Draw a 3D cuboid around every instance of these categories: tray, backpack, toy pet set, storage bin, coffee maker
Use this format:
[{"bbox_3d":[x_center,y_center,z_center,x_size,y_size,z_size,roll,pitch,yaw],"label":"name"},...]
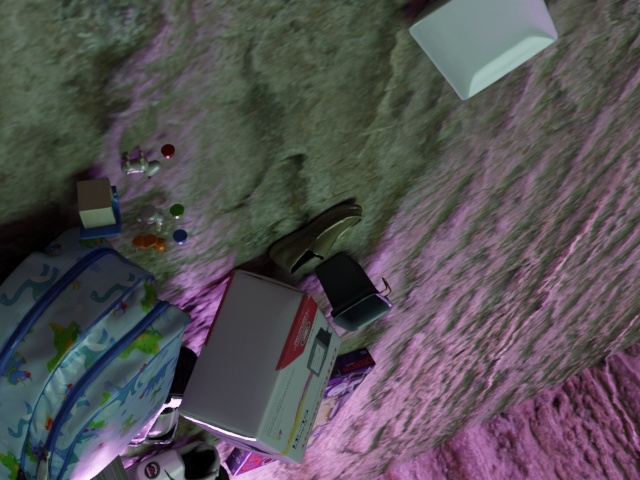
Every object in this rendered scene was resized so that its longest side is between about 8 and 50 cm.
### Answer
[{"bbox_3d":[0.190,-0.249,1.476,0.145,0.030,0.270,-34,160,10],"label":"tray"},{"bbox_3d":[-0.292,0.146,1.459,0.290,0.273,0.355,-38,147,-42],"label":"backpack"},{"bbox_3d":[-0.200,-0.029,1.349,0.114,0.122,0.065,-8,151,-3],"label":"toy pet set"},{"bbox_3d":[0.052,0.074,1.989,0.098,0.091,0.135,-32,161,8],"label":"storage bin"},{"bbox_3d":[-0.273,0.230,1.878,0.171,0.120,0.178,-18,157,-28],"label":"coffee maker"}]

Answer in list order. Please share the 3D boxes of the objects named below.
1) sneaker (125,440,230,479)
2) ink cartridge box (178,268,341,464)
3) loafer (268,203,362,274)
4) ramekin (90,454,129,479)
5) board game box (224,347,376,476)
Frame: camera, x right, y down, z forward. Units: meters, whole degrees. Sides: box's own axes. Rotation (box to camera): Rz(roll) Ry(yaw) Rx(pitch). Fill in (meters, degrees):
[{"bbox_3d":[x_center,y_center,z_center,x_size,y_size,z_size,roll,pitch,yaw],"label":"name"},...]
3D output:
[{"bbox_3d":[-0.236,0.460,2.495,0.146,0.122,0.330,-33,161,15],"label":"sneaker"},{"bbox_3d":[-0.080,0.197,1.897,0.306,0.131,0.226,55,53,-70],"label":"ink cartridge box"},{"bbox_3d":[0.000,0.000,1.794,0.148,0.050,0.056,-31,161,5],"label":"loafer"},{"bbox_3d":[-0.451,0.436,2.092,0.303,0.148,0.303,-26,160,-10],"label":"ramekin"},{"bbox_3d":[-0.044,0.350,2.570,0.208,0.056,0.347,-10,149,-34],"label":"board game box"}]
